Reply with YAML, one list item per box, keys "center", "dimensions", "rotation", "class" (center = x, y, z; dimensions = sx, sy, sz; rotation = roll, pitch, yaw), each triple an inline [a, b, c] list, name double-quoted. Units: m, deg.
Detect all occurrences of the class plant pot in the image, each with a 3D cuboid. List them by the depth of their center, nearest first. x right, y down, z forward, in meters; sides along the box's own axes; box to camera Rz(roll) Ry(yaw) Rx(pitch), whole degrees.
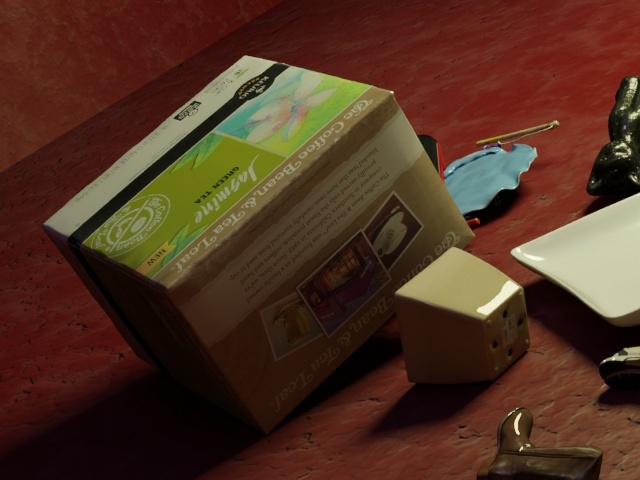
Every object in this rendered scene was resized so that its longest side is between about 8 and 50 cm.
- center: [0.151, 0.085, 1.724]
  dimensions: [0.096, 0.109, 0.109]
  rotation: [14, 36, 39]
  class: "plant pot"

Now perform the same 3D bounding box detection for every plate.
- center: [0.374, 0.007, 1.789]
  dimensions: [0.278, 0.045, 0.277]
  rotation: [-24, 18, -9]
  class: "plate"

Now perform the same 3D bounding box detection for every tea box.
- center: [-0.072, -0.009, 1.883]
  dimensions: [0.329, 0.220, 0.323]
  rotation: [-43, 32, -18]
  class: "tea box"

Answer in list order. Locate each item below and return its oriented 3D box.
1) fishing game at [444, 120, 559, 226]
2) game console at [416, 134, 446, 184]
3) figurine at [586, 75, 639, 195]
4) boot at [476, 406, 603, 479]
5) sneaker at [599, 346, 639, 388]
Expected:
- center: [0.198, -0.066, 2.193]
  dimensions: [0.189, 0.041, 0.264]
  rotation: [-16, 23, 38]
  class: "fishing game"
- center: [0.000, 0.000, 2.127]
  dimensions: [0.342, 0.060, 0.386]
  rotation: [-20, 21, 10]
  class: "game console"
- center: [0.440, -0.125, 2.054]
  dimensions: [0.215, 0.092, 0.209]
  rotation: [-8, 30, 30]
  class: "figurine"
- center: [0.204, 0.183, 1.483]
  dimensions: [0.114, 0.037, 0.106]
  rotation: [-9, 34, 38]
  class: "boot"
- center: [0.311, 0.112, 1.568]
  dimensions: [0.109, 0.040, 0.044]
  rotation: [-2, 24, 43]
  class: "sneaker"
